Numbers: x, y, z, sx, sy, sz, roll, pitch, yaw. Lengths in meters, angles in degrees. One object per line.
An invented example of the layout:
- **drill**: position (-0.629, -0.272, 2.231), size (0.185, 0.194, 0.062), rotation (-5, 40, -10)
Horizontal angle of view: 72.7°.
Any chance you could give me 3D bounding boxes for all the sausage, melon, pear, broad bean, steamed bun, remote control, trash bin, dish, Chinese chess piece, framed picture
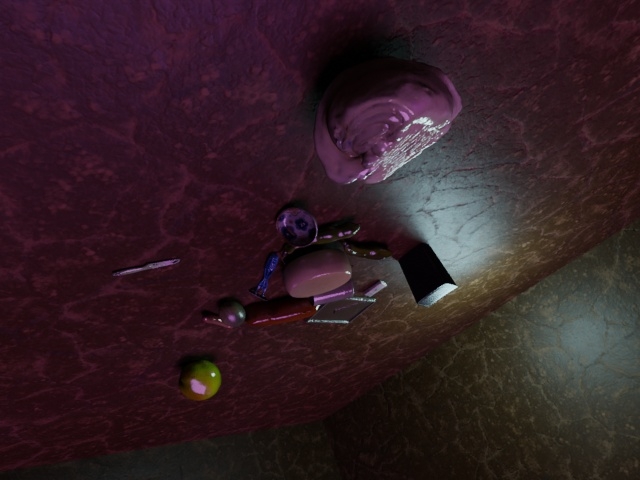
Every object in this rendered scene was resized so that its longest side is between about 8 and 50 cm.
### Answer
- **sausage**: position (-0.167, 0.303, 1.864), size (0.348, 0.097, 0.094), rotation (-9, 137, -21)
- **melon**: position (-0.352, 0.291, 1.729), size (0.098, 0.098, 0.131), rotation (-30, 146, 10)
- **pear**: position (-0.573, 0.653, 2.040), size (0.187, 0.188, 0.219), rotation (-33, 153, 15)
- **broad bean**: position (0.177, 0.041, 1.725), size (0.325, 0.067, 0.075), rotation (10, 126, -44)
- **broad bean**: position (-0.003, -0.005, 1.560), size (0.317, 0.056, 0.098), rotation (-23, 150, 7)
- **steamed bun**: position (0.136, -0.300, 1.051), size (0.352, 0.247, 0.339), rotation (-26, 169, -43)
- **remote control**: position (-0.052, 0.046, 1.638), size (0.039, 0.014, 0.096), rotation (-1, 143, -28)
- **trash bin**: position (0.459, 0.146, 1.906), size (0.115, 0.226, 0.165), rotation (15, 132, -45)
- **dish**: position (-0.067, -0.057, 1.426), size (0.141, 0.078, 0.141), rotation (8, 120, 14)
- **Chinese chess piece**: position (-0.012, 0.127, 1.660), size (0.273, 0.102, 0.273), rotation (-15, 158, -6)
- **framed picture**: position (0.104, 0.347, 2.167), size (0.314, 0.024, 0.232), rotation (12, 134, -41)
- **sausage**: position (-0.424, 0.331, 1.792), size (0.043, 0.043, 0.186), rotation (-32, 148, 14)

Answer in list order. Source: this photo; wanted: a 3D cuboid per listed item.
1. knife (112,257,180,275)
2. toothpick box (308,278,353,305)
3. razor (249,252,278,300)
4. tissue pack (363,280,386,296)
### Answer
- **knife**: position (-0.551, 0.083, 1.381), size (0.207, 0.014, 0.030), rotation (-12, 146, -20)
- **toothpick box**: position (0.041, 0.207, 1.842), size (0.180, 0.111, 0.111), rotation (-12, 146, -16)
- **razor**: position (-0.206, 0.135, 1.650), size (0.081, 0.042, 0.253), rotation (27, 134, 1)
- **tissue pack**: position (0.264, 0.232, 2.098), size (0.108, 0.023, 0.056), rotation (-39, 144, 22)
